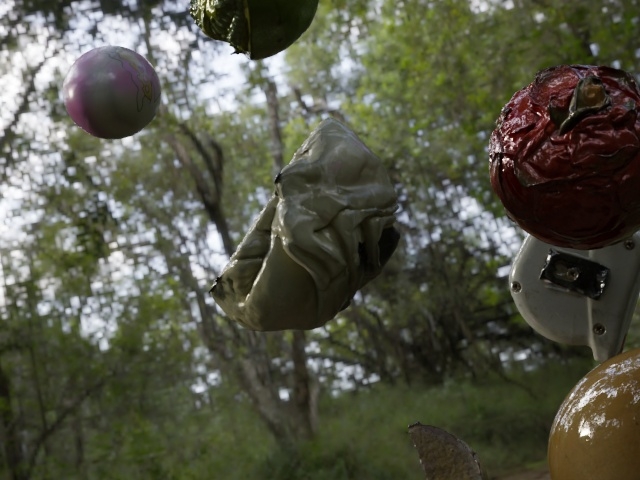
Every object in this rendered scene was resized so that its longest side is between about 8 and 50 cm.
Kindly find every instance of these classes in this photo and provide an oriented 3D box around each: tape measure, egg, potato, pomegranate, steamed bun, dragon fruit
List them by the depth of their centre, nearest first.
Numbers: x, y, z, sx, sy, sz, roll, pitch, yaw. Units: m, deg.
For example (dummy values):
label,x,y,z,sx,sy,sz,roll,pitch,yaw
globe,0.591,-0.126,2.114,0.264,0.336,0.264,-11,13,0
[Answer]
label,x,y,z,sx,sy,sz,roll,pitch,yaw
steamed bun,0.000,0.000,1.531,0.320,0.206,0.275,-54,2,30
dragon fruit,0.382,-0.121,1.554,0.277,0.277,0.342,-15,-19,1
egg,0.525,0.323,1.638,0.301,0.301,0.374,-5,-34,-34
tape measure,0.492,0.078,1.960,0.265,0.258,0.130,17,10,21
pomegranate,-0.122,-0.493,1.967,0.260,0.260,0.341,-11,-20,-14
egg,-0.422,-0.302,2.108,0.196,0.196,0.271,-14,0,-3
potato,0.283,0.482,2.158,0.138,0.243,0.098,-25,-25,23
